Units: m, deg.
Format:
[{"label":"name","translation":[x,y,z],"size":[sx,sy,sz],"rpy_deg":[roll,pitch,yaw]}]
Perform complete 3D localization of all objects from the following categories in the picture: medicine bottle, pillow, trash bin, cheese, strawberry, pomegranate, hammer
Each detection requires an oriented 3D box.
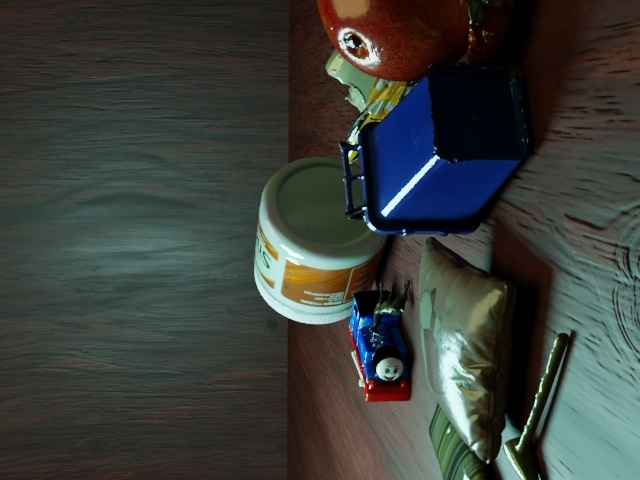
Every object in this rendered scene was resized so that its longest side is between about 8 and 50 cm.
[{"label":"medicine bottle","translation":[0.000,0.000,1.683],"size":[0.241,0.253,0.252],"rpy_deg":[100,166,-53]},{"label":"pillow","translation":[0.190,0.296,1.167],"size":[0.203,0.038,0.113],"rpy_deg":[-103,18,-53]},{"label":"trash bin","translation":[0.138,-0.107,1.047],"size":[0.234,0.184,0.162],"rpy_deg":[129,139,-68]},{"label":"cheese","translation":[0.118,-0.311,1.394],"size":[0.249,0.163,0.071],"rpy_deg":[-44,51,21]},{"label":"strawberry","translation":[0.197,-0.244,0.986],"size":[0.152,0.048,0.104],"rpy_deg":[56,-129,-63]},{"label":"pomegranate","translation":[0.115,-0.323,1.082],"size":[0.256,0.221,0.221],"rpy_deg":[-56,3,-11]},{"label":"pillow","translation":[0.177,0.128,1.065],"size":[0.223,0.084,0.236],"rpy_deg":[-129,37,-67]},{"label":"hammer","translation":[0.235,0.180,0.909],"size":[0.060,0.028,0.195],"rpy_deg":[-111,23,-52]}]

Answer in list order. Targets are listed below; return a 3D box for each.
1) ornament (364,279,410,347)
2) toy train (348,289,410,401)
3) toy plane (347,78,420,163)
[{"label":"ornament","translation":[0.116,0.128,1.493],"size":[0.073,0.028,0.125],"rpy_deg":[-6,55,48]},{"label":"toy train","translation":[0.106,0.194,1.565],"size":[0.204,0.083,0.131],"rpy_deg":[-106,19,-58]},{"label":"toy plane","translation":[0.117,-0.219,1.332],"size":[0.316,0.103,0.204],"rpy_deg":[113,158,-50]}]
